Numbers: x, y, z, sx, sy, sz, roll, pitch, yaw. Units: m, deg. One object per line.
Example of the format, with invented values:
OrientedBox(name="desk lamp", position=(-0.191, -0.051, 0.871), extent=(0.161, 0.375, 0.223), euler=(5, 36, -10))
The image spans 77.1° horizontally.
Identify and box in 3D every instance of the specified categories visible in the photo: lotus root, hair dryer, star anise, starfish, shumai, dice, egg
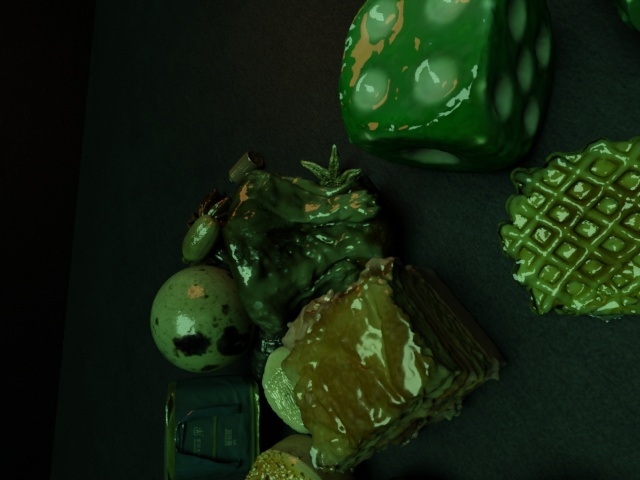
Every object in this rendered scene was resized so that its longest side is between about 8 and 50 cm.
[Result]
OrientedBox(name="lotus root", position=(-0.365, 0.004, 1.206), extent=(0.183, 0.077, 0.090), euler=(-49, 60, 21))
OrientedBox(name="hair dryer", position=(-0.212, -0.175, 1.246), extent=(0.117, 0.064, 0.181), euler=(-38, 69, 32))
OrientedBox(name="star anise", position=(-0.348, -0.010, 1.312), extent=(0.316, 0.108, 0.314), euler=(-3, 85, 37))
OrientedBox(name="starfish", position=(0.010, -0.161, 1.046), extent=(0.176, 0.053, 0.208), euler=(44, 128, 14))
OrientedBox(name="shumai", position=(0.000, 0.000, 0.893), extent=(0.324, 0.324, 0.396), euler=(-12, 56, 16))
OrientedBox(name="dice", position=(0.226, -0.296, 0.740), extent=(0.297, 0.287, 0.299), euler=(13, 95, 43))
OrientedBox(name="egg", position=(-0.335, 0.216, 1.153), extent=(0.379, 0.288, 0.287), euler=(10, 92, 60))

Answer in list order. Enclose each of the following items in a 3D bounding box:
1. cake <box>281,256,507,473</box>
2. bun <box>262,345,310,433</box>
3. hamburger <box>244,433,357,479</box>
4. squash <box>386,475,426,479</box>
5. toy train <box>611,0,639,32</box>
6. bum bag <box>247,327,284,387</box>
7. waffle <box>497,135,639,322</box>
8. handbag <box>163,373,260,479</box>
OrientedBox(name="cake", position=(0.129, 0.212, 0.762), extent=(0.314, 0.307, 0.293), euler=(-48, 54, 28))
OrientedBox(name="bun", position=(-0.038, 0.362, 0.996), extent=(0.221, 0.134, 0.220), euler=(10, 104, 42))
OrientedBox(name="hamburger", position=(-0.040, 0.596, 0.907), extent=(0.302, 0.170, 0.301), euler=(17, 119, 34))
OrientedBox(name="squash", position=(0.183, 0.591, 0.766), extent=(0.253, 0.165, 0.251), euler=(1, 92, 29))
OrientedBox(name="toy train", position=(0.496, -0.456, 0.574), extent=(0.202, 0.120, 0.300), euler=(-40, 44, 45))
OrientedBox(name="bum bag", position=(-0.121, 0.253, 1.104), extent=(0.144, 0.095, 0.340), euler=(33, 109, 34))
OrientedBox(name="waffle", position=(0.462, -0.018, 0.654), extent=(0.318, 0.073, 0.296), euler=(-11, 84, 32))
OrientedBox(name="handbag", position=(-0.292, 0.502, 1.086), extent=(0.222, 0.241, 0.262), euler=(154, 113, -71))
